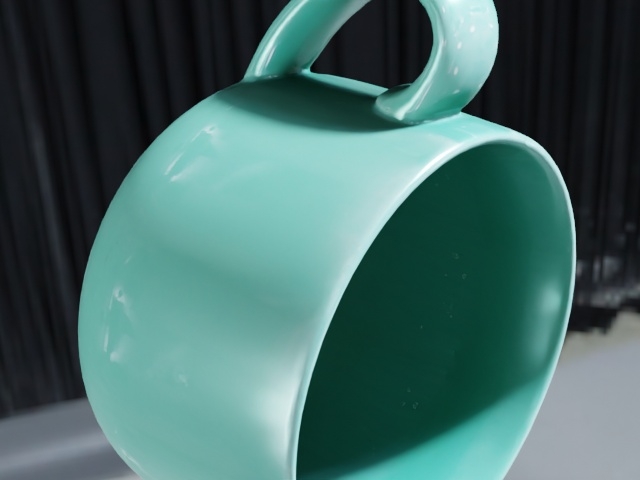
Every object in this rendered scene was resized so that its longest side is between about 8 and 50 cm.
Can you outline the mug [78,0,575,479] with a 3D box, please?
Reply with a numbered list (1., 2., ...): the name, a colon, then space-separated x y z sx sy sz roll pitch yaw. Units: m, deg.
1. mug: 0.002 0.007 0.541 0.097 0.129 0.158 21 78 34
